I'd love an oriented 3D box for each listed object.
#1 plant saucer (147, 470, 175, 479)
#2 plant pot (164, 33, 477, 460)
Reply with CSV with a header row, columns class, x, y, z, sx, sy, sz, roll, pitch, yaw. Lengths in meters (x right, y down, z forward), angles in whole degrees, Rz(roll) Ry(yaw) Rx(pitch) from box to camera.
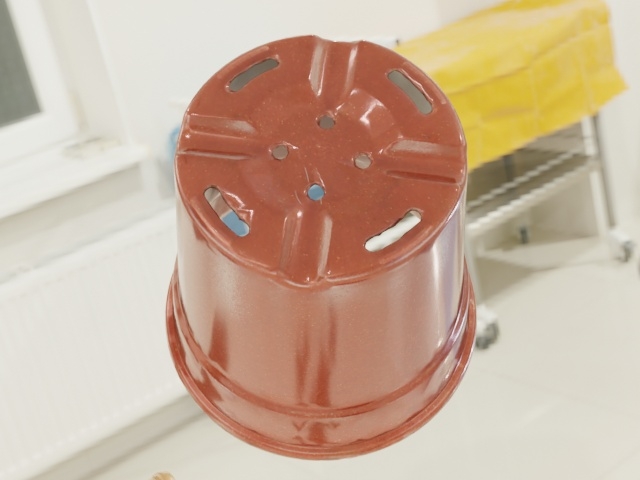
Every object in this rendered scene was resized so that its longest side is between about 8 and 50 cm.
class,x,y,z,sx,sy,sz,roll,pitch,yaw
plant saucer,-0.221,0.413,1.610,0.037,0.200,0.200,1,13,-23
plant pot,0.000,0.000,0.921,0.272,0.265,0.272,0,63,0
